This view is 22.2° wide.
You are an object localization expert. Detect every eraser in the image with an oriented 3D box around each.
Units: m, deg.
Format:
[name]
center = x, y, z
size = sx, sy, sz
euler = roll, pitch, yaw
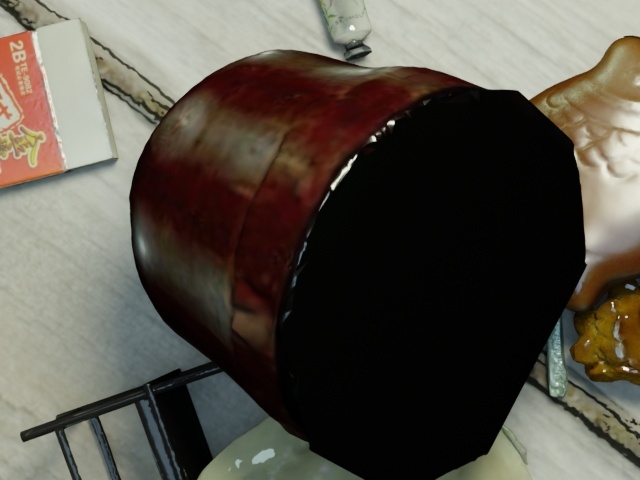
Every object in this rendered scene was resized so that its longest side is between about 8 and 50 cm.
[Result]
[eraser]
center = -0.344, -0.135, 1.743
size = 0.230, 0.038, 0.157
euler = -14, 89, 5

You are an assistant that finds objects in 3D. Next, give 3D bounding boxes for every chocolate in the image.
[chocolate]
center = 0.000, 0.000, 1.515
size = 0.331, 0.384, 0.383
euler = 20, 93, 46

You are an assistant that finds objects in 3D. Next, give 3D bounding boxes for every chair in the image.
[chair]
center = -0.152, 0.201, 1.676
size = 0.260, 0.154, 0.141
euler = -20, 89, 8

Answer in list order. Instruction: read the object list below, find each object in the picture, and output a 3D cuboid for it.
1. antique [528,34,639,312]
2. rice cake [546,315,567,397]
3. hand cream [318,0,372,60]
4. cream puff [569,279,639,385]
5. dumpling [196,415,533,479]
[antique]
center = 0.281, -0.064, 1.629
size = 0.223, 0.129, 0.278
euler = 23, 85, 16
[rice cake]
center = 0.246, 0.104, 1.700
size = 0.021, 0.022, 0.121
euler = -2, 90, 13
[hand cream]
center = 0.011, -0.284, 1.709
size = 0.067, 0.042, 0.194
euler = -19, 85, 6
[cream puff]
center = 0.314, 0.099, 1.663
size = 0.122, 0.094, 0.116
euler = -33, 88, -19
[dumpling]
center = 0.082, 0.304, 1.622
size = 0.315, 0.233, 0.395
euler = -43, 104, 0
